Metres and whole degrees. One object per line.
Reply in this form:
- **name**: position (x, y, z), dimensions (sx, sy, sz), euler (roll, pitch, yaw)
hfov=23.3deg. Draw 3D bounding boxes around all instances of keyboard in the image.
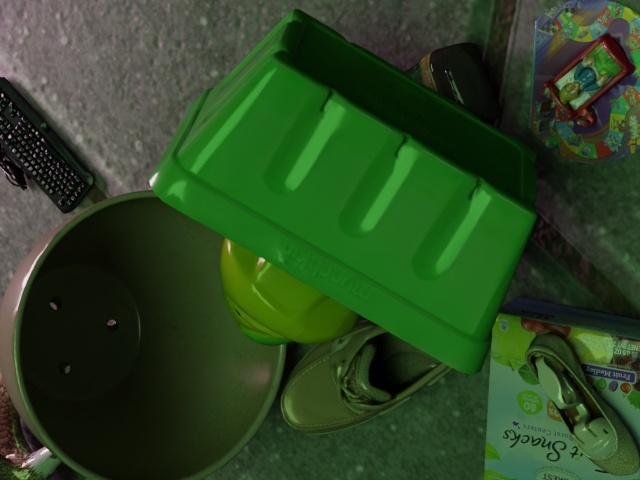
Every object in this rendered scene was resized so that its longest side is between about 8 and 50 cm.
- **keyboard**: position (-0.373, -0.108, 1.951), dimensions (0.192, 0.038, 0.100), euler (47, 121, 13)

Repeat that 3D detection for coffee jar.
- **coffee jar**: position (0.097, -0.137, 1.633), dimensions (0.184, 0.079, 0.096), euler (-22, 88, 34)

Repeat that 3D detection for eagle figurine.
- **eagle figurine**: position (-0.402, 0.273, 1.972), dimensions (0.225, 0.226, 0.298), euler (-34, 102, -3)

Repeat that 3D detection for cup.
- **cup**: position (-0.238, 0.109, 1.793), dimensions (0.237, 0.331, 0.331), euler (0, 105, 58)

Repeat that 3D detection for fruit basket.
- **fruit basket**: position (0.000, 0.000, 1.565), dimensions (0.392, 0.283, 0.392), euler (3, 116, 6)

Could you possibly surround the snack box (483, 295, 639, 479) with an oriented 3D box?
- **snack box**: position (0.265, 0.178, 1.621), dimensions (0.174, 0.070, 0.207), euler (9, 109, 28)

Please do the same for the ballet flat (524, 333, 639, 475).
- **ballet flat**: position (0.255, 0.171, 1.552), dimensions (0.057, 0.052, 0.168), euler (-38, 83, 31)

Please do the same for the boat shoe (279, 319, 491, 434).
- **boat shoe**: position (0.057, 0.142, 1.719), dimensions (0.302, 0.098, 0.109), euler (-29, 88, 33)

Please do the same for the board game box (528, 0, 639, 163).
- **board game box**: position (0.267, -0.157, 1.553), dimensions (0.133, 0.033, 0.168), euler (11, 109, 29)
